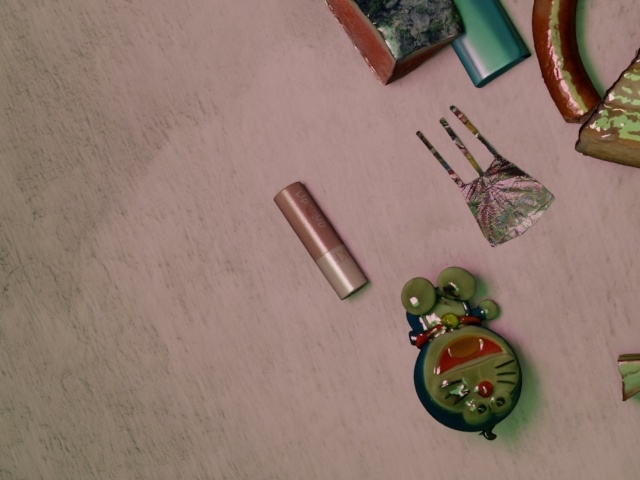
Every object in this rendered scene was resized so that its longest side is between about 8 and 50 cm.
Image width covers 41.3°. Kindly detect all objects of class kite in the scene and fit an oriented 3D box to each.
[{"bbox_3d":[0.304,-0.130,1.629,0.152,0.015,0.285,-43,78,22],"label":"kite"}]

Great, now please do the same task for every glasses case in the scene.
[{"bbox_3d":[0.264,-0.443,1.584,0.117,0.070,0.301,-32,81,23],"label":"glasses case"}]

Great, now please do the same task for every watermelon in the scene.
[{"bbox_3d":[0.104,-0.409,1.604,0.318,0.148,0.226,33,143,33],"label":"watermelon"}]

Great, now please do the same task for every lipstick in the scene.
[{"bbox_3d":[0.000,0.000,1.748,0.070,0.070,0.254,-38,80,23],"label":"lipstick"}]

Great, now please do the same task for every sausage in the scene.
[{"bbox_3d":[0.435,-0.349,1.514,0.103,0.076,0.302,-12,92,17],"label":"sausage"}]

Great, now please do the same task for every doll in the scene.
[{"bbox_3d":[0.265,0.220,1.599,0.199,0.186,0.321,-13,71,-5],"label":"doll"}]

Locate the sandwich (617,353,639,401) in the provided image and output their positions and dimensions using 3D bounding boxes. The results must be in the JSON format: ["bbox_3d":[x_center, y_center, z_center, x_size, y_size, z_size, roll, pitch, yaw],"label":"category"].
[{"bbox_3d":[0.594,0.241,1.511,0.117,0.074,0.074,-8,91,23],"label":"sandwich"}]

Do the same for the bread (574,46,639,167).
[{"bbox_3d":[0.626,-0.236,1.352,0.264,0.239,0.395,38,111,16],"label":"bread"}]
